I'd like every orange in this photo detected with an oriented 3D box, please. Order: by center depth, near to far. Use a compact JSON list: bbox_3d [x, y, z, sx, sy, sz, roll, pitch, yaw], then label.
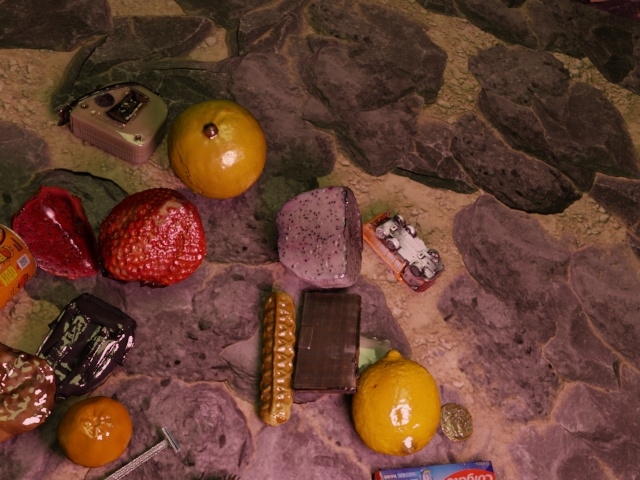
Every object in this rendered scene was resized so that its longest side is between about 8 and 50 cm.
[{"bbox_3d":[-0.501,0.424,1.387,0.159,0.136,0.159,10,58,-17],"label":"orange"}]

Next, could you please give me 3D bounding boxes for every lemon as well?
[{"bbox_3d":[0.192,0.411,1.568,0.228,0.228,0.253,15,65,-10],"label":"lemon"},{"bbox_3d":[-0.291,-0.255,1.757,0.297,0.297,0.297,8,59,-14],"label":"lemon"}]

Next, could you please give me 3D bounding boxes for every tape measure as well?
[{"bbox_3d":[-0.591,-0.378,1.829,0.271,0.133,0.231,23,57,-1],"label":"tape measure"}]

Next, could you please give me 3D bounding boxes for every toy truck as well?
[{"bbox_3d":[0.243,0.031,1.872,0.114,0.135,0.270,-34,71,-29],"label":"toy truck"}]

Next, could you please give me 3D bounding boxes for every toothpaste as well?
[{"bbox_3d":[0.291,0.615,1.584,0.320,0.066,0.076,1,61,-17],"label":"toothpaste"}]

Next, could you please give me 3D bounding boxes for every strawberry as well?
[{"bbox_3d":[-0.424,-0.017,1.581,0.250,0.288,0.238,-2,50,-42],"label":"strawberry"}]

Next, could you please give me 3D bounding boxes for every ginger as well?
[{"bbox_3d":[-0.724,0.329,1.329,0.269,0.223,0.200,29,55,-25],"label":"ginger"}]

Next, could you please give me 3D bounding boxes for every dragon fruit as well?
[{"bbox_3d":[-0.676,-0.036,1.597,0.134,0.262,0.211,-17,33,10],"label":"dragon fruit"},{"bbox_3d":[0.000,0.000,1.776,0.221,0.204,0.283,-3,76,11],"label":"dragon fruit"}]

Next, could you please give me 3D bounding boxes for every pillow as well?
[{"bbox_3d":[0.088,0.308,1.703,0.229,0.051,0.128,16,55,-7],"label":"pillow"}]

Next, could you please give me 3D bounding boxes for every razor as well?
[{"bbox_3d":[-0.420,0.509,1.424,0.191,0.037,0.068,-31,78,-28],"label":"razor"}]

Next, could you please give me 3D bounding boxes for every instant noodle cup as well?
[{"bbox_3d":[-0.793,0.069,1.465,0.216,0.216,0.172,34,47,3],"label":"instant noodle cup"}]

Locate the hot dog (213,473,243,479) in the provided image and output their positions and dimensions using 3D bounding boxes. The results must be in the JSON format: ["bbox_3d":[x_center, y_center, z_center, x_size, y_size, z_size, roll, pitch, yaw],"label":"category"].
[{"bbox_3d":[-0.196,0.654,1.392,0.163,0.082,0.270,-31,82,-21],"label":"hot dog"}]

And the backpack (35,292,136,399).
[{"bbox_3d":[-0.564,0.253,1.480,0.206,0.133,0.258,28,63,3],"label":"backpack"}]

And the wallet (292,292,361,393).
[{"bbox_3d":[0.022,0.264,1.643,0.169,0.044,0.317,-2,43,7],"label":"wallet"}]

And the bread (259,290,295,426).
[{"bbox_3d":[-0.111,0.299,1.625,0.077,0.084,0.367,38,42,-45],"label":"bread"}]

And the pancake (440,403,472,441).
[{"bbox_3d":[0.371,0.501,1.705,0.108,0.017,0.108,6,61,-12],"label":"pancake"}]
